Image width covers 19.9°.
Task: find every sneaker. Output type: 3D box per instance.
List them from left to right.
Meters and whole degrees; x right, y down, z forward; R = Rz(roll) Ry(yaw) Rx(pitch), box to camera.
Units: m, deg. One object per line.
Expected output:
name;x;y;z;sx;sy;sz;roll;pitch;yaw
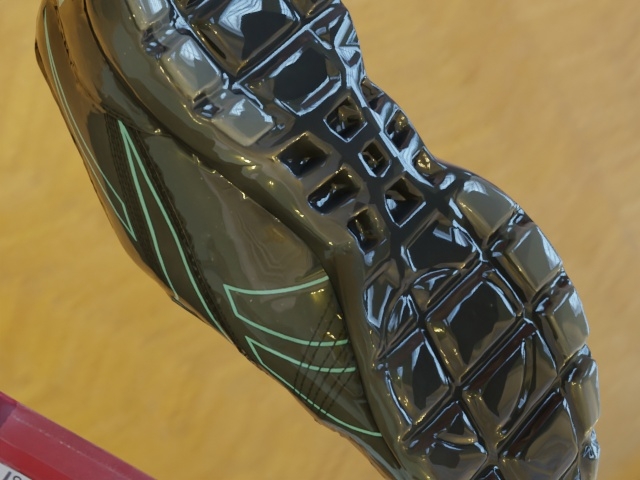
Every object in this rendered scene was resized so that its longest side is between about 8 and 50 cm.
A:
sneaker;0.000;0.000;0.623;0.101;0.267;0.106;-42;-165;-34

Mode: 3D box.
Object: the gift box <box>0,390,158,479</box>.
gift box;-0.237;0.173;0.749;0.255;0.276;0.258;-54;174;-40
